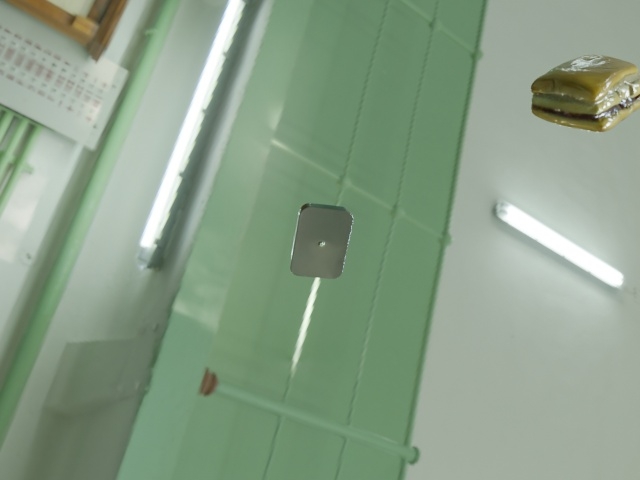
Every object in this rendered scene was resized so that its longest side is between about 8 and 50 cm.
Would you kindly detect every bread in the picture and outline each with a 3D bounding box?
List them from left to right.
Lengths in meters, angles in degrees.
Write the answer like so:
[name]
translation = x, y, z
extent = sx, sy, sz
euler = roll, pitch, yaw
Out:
[bread]
translation = 0.388, -0.215, 1.052
extent = 0.116, 0.200, 0.077
euler = 18, -57, 36

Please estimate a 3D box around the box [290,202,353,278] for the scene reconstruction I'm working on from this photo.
[box]
translation = 0.000, 0.000, 1.207
extent = 0.031, 0.091, 0.125
euler = -107, -156, -63
